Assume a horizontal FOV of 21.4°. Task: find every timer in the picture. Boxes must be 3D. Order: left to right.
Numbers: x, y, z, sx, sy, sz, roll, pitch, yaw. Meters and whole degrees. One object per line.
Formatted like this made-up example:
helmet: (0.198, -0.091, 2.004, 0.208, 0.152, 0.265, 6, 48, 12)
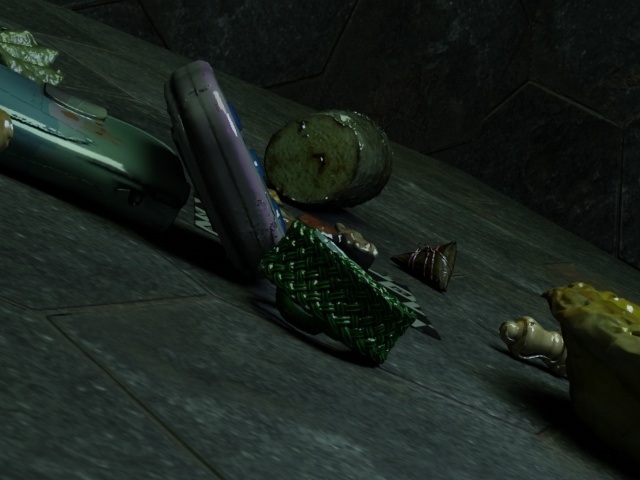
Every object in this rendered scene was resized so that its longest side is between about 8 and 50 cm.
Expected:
timer: (-0.092, -0.066, 1.630, 0.191, 0.069, 0.208, -117, -177, -75)

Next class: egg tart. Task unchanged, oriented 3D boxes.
egg tart: (0.362, 0.162, 1.685, 0.345, 0.132, 0.345, 26, 8, -4)

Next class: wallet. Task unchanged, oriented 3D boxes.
wallet: (-0.253, -0.096, 1.630, 0.250, 0.075, 0.176, 25, 11, -16)

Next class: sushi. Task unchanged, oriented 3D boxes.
sushi: (0.000, 0.000, 1.893, 0.290, 0.050, 0.264, 25, 8, -9)

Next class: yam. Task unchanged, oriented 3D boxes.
yam: (0.017, -0.114, 2.355, 0.154, 0.154, 0.254, 28, 5, 11)

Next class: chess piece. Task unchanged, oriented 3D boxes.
chess piece: (0.278, 0.129, 1.930, 0.172, 0.060, 0.060, 20, 9, -21)

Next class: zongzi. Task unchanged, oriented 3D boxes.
zongzi: (0.128, 0.030, 2.156, 0.073, 0.067, 0.083, 11, -7, -17)

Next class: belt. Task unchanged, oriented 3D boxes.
belt: (0.008, 0.052, 1.520, 0.151, 0.079, 0.121, 41, 3, 20)

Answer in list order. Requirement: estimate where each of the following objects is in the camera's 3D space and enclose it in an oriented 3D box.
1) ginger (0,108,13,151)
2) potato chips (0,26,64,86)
ginger: (-0.359, -0.126, 1.404, 0.216, 0.102, 0.157, 31, 33, 16)
potato chips: (-0.429, -0.251, 1.847, 0.373, 0.097, 0.389, 28, -4, 18)
